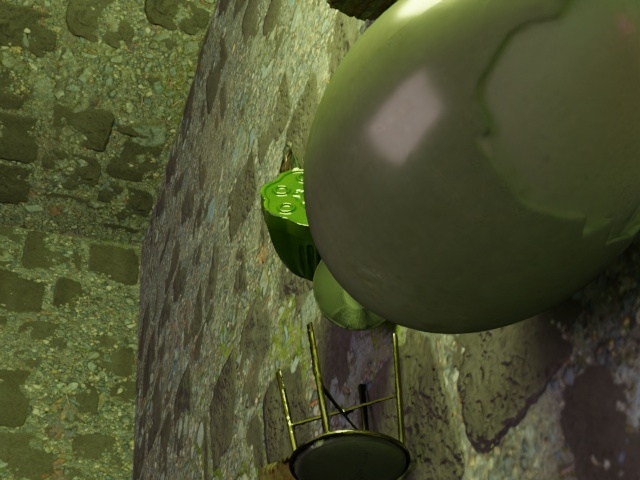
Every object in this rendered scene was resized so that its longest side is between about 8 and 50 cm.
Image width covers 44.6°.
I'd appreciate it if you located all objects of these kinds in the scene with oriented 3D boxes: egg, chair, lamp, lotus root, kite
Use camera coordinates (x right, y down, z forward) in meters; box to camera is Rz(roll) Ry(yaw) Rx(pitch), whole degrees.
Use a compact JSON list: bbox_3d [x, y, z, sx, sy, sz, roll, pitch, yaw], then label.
[{"bbox_3d":[0.137,-0.078,0.647,0.336,0.278,0.278,128,146,-53],"label":"egg"},{"bbox_3d":[0.032,0.277,0.951,0.325,0.160,0.170,-93,23,-43],"label":"chair"},{"bbox_3d":[0.052,0.058,1.030,0.214,0.121,0.121,127,149,-74],"label":"lamp"},{"bbox_3d":[0.000,0.000,1.184,0.186,0.186,0.186,-170,90,-70],"label":"lotus root"},{"bbox_3d":[-0.073,-0.093,1.611,0.229,0.012,0.250,132,143,-61],"label":"kite"}]

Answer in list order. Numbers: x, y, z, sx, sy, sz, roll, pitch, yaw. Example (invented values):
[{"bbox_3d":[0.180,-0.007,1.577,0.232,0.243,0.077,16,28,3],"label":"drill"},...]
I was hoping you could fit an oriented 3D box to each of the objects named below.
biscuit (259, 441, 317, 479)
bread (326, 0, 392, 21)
[{"bbox_3d":[-0.034,0.431,1.205,0.325,0.044,0.217,132,144,-55],"label":"biscuit"},{"bbox_3d":[0.085,-0.451,1.223,0.196,0.102,0.138,143,131,-58],"label":"bread"}]
